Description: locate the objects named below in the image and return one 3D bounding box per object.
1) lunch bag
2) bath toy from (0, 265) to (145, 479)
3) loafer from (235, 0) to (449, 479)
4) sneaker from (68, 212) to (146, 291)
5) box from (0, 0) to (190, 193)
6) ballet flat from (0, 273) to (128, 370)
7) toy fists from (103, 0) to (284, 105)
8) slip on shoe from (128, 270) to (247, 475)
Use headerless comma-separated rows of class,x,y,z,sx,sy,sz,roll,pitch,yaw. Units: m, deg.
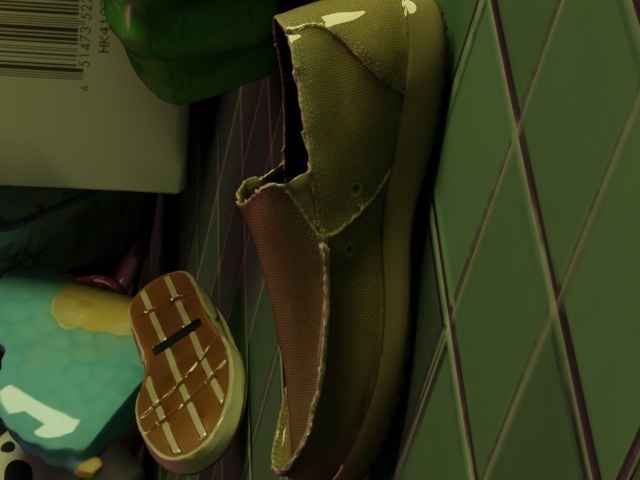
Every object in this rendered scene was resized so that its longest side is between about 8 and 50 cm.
lunch bag,-0.211,-0.052,1.226,0.219,0.176,0.090,-29,-26,-55
bath toy,-0.180,0.183,1.217,0.151,0.129,0.348,-41,-25,-48
loafer,0.000,0.000,0.549,0.056,0.050,0.148,-161,79,-80
sneaker,-0.153,-0.043,1.387,0.092,0.087,0.228,-103,14,-45
box,-0.156,-0.204,1.173,0.345,0.168,0.215,-97,11,-59
ballet flat,-0.239,0.056,1.251,0.348,0.123,0.123,6,-88,-58
toy fists,-0.038,-0.192,0.797,0.142,0.096,0.279,-90,10,-65
slip on shoe,-0.055,0.063,0.853,0.041,0.051,0.135,58,-178,-30
